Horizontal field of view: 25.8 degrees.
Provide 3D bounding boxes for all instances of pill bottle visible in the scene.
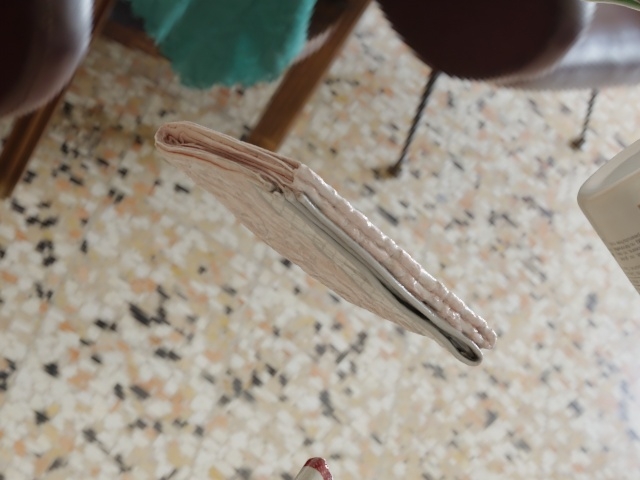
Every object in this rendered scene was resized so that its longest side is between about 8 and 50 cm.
[{"bbox_3d":[0.325,0.021,1.144,0.229,0.131,0.131,54,41,-6],"label":"pill bottle"}]

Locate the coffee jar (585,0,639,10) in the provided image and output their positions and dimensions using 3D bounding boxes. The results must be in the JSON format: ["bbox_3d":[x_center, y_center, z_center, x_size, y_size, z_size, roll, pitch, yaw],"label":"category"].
[{"bbox_3d":[0.208,-0.160,0.757,0.184,0.096,0.079,23,49,12],"label":"coffee jar"}]

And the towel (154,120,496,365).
[{"bbox_3d":[0.000,0.000,1.506,0.332,0.053,0.317,41,-9,-31],"label":"towel"}]

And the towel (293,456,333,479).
[{"bbox_3d":[-0.061,0.326,0.869,0.037,0.237,0.329,11,45,28],"label":"towel"}]
